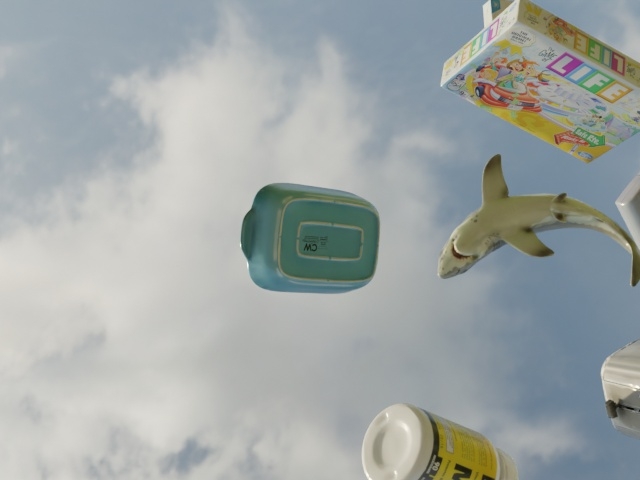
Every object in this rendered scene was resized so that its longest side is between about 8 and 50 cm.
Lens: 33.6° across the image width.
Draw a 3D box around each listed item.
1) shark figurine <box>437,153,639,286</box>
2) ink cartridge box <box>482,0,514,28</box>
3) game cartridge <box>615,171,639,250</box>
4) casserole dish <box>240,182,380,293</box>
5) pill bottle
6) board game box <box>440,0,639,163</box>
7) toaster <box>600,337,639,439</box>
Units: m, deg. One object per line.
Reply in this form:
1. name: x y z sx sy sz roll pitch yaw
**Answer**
1. shark figurine: 0.296 -0.013 1.380 0.278 0.116 0.166 4 -107 6
2. ink cartridge box: 0.298 -0.347 1.656 0.083 0.028 0.048 1 -102 -19
3. game cartridge: 0.681 -0.087 1.896 0.297 0.062 0.198 -34 -70 -8
4. casserole dish: 0.000 0.000 1.115 0.188 0.037 0.114 5 -91 -40
5. pill bottle: 0.167 0.304 1.437 0.208 0.119 0.119 27 -138 -36
6. board game box: 0.188 -0.123 0.843 0.154 0.103 0.026 24 -121 -18
7. toaster: 0.474 0.181 1.369 0.227 0.146 0.129 -21 -80 -27
